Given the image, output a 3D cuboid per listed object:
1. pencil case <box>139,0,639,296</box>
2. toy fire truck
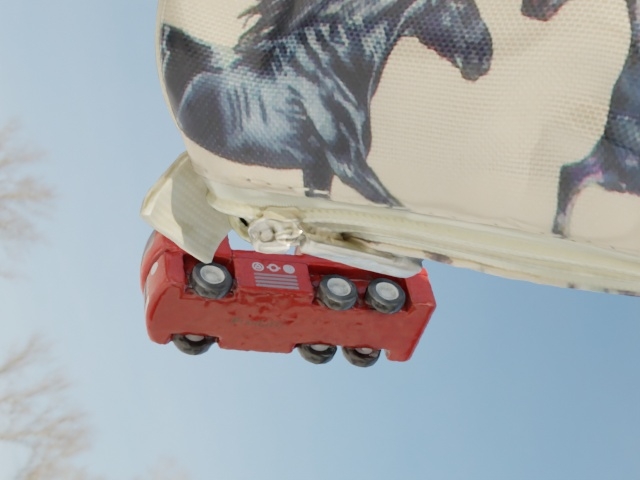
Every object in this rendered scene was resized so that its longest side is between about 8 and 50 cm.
[{"bbox_3d":[0.139,-0.041,0.371,0.410,0.184,0.160,13,-11,34],"label":"pencil case"},{"bbox_3d":[0.000,0.000,0.621,0.135,0.192,0.047,-103,-154,-46],"label":"toy fire truck"}]
